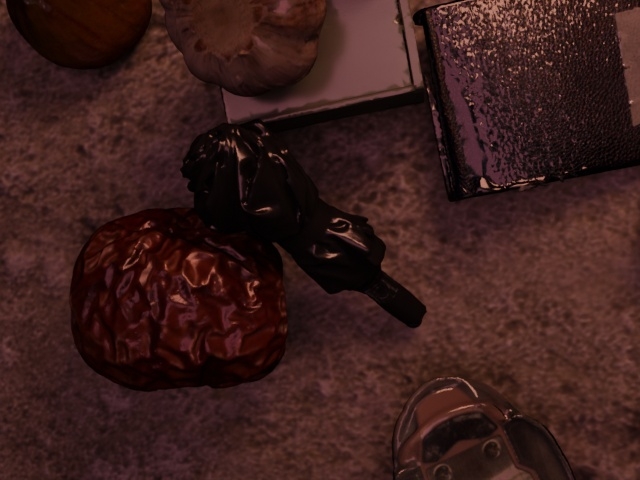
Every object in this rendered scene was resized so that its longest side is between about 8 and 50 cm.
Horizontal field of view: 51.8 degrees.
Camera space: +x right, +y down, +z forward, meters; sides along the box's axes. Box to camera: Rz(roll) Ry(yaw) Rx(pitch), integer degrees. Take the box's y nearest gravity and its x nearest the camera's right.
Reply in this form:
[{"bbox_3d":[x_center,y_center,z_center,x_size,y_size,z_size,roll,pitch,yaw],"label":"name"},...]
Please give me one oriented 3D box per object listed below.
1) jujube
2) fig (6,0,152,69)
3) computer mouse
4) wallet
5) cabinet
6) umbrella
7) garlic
[{"bbox_3d":[-0.154,0.066,0.731,0.232,0.213,0.213,-2,93,-3],"label":"jujube"},{"bbox_3d":[-0.303,-0.284,0.768,0.149,0.202,0.148,-11,76,44],"label":"fig"},{"bbox_3d":[0.190,0.319,0.749,0.199,0.115,0.389,-22,101,0],"label":"computer mouse"},{"bbox_3d":[0.250,-0.172,0.732,0.262,0.071,0.221,-12,90,3],"label":"wallet"},{"bbox_3d":[0.000,-0.207,0.726,0.206,0.150,0.145,-10,96,10],"label":"cabinet"},{"bbox_3d":[0.000,0.000,0.701,0.118,0.118,0.340,-45,121,9],"label":"umbrella"},{"bbox_3d":[-0.067,-0.208,0.611,0.159,0.102,0.147,10,113,20],"label":"garlic"}]
